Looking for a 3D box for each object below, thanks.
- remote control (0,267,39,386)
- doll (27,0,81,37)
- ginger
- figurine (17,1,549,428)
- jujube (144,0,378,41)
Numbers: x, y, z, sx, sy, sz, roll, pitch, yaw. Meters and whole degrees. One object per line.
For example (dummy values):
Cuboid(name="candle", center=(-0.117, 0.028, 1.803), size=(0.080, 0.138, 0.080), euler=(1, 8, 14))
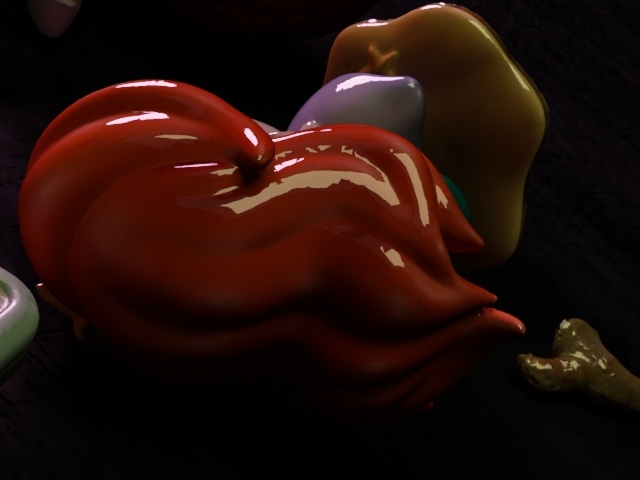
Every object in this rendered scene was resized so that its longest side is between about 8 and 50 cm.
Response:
Cuboid(name="remote control", center=(-0.227, 0.076, 0.582), size=(0.128, 0.065, 0.335), euler=(29, 30, 7))
Cuboid(name="doll", center=(-0.269, -0.224, 0.970), size=(0.271, 0.144, 0.208), euler=(2, 59, -33))
Cuboid(name="ginger", center=(0.152, 0.072, 0.940), size=(0.097, 0.030, 0.048), euler=(14, 60, -18))
Cuboid(name="figurine", center=(0.000, -0.009, 0.804), size=(0.257, 0.181, 0.208), euler=(-31, 92, -49))
Cuboid(name="jujube", center=(-0.081, -0.264, 1.091), size=(0.318, 0.223, 0.223), euler=(27, 29, 11))
